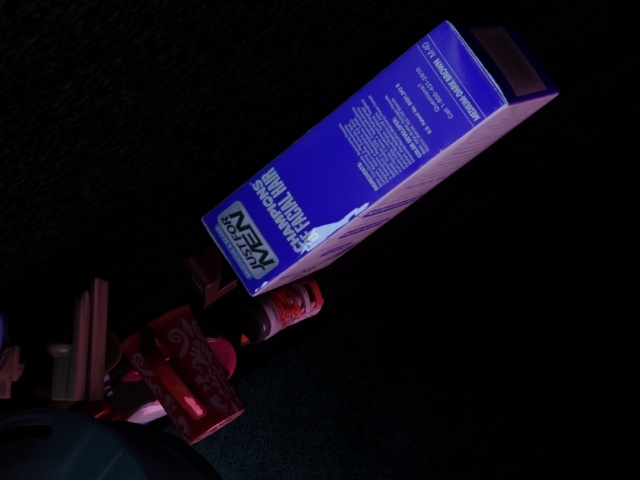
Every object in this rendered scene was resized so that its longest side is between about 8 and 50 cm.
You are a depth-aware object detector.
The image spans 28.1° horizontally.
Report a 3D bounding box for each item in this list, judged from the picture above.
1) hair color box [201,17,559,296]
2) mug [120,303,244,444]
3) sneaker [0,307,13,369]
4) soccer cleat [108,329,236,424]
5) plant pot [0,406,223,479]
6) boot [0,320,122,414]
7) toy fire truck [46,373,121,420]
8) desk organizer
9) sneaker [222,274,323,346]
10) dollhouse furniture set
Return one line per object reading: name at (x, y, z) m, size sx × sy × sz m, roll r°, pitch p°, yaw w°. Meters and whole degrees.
hair color box at (0.060, -0.087, 1.305) m, size 0.339 × 0.110 × 0.185 m, roll -39°, pitch 172°, yaw 26°
mug at (-0.197, 0.193, 1.758) m, size 0.113 × 0.169 × 0.150 m, roll -37°, pitch 172°, yaw 31°
sneaker at (-0.317, 0.122, 1.110) m, size 0.084 × 0.058 × 0.152 m, roll 79°, pitch 34°, yaw -85°
soccer cleat at (-0.285, 0.225, 1.916) m, size 0.331 × 0.116 × 0.143 m, roll -25°, pitch -175°, yaw -32°
plant pot at (-0.262, 0.331, 1.351) m, size 0.341 × 0.341 × 0.334 m, roll -32°, pitch 164°, yaw -8°
boot at (-0.329, 0.164, 1.405) m, size 0.213 × 0.077 × 0.165 m, roll -24°, pitch 169°, yaw -24°
toy fire truck at (-0.268, 0.272, 1.675) m, size 0.158 × 0.246 × 0.217 m, roll -31°, pitch 172°, yaw -14°
desk organizer at (-0.131, 0.040, 1.538) m, size 0.050 × 0.047 × 0.130 m, roll -34°, pitch 173°, yaw -11°
sneaker at (-0.065, 0.092, 1.952) m, size 0.145 × 0.090 × 0.270 m, roll -27°, pitch 176°, yaw -12°
dollhouse furniture set at (-0.301, 0.093, 1.260) m, size 0.151 × 0.123 × 0.144 m, roll 2°, pitch 173°, yaw 4°
